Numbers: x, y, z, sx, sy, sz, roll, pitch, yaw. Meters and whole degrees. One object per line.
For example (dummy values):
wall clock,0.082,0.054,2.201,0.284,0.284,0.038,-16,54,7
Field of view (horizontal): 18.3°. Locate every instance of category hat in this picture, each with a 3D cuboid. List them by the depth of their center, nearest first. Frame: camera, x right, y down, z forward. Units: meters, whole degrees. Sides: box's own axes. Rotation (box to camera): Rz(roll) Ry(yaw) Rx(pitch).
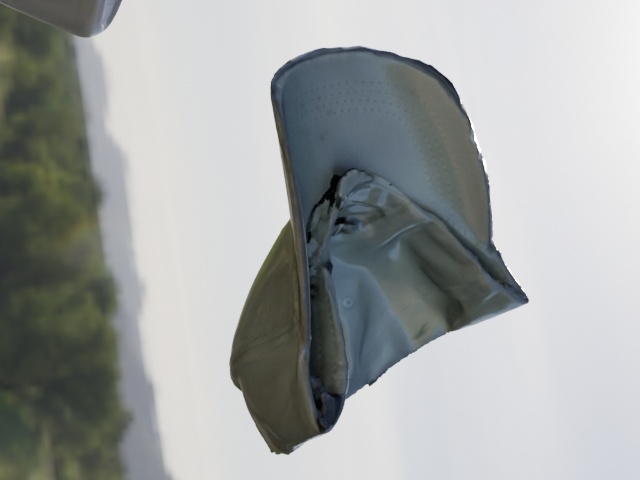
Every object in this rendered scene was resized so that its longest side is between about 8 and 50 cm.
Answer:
hat,0.006,0.004,1.529,0.168,0.258,0.301,1,-69,42

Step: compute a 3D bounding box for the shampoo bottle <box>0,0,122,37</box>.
shampoo bottle,-0.250,-0.241,1.530,0.108,0.221,0.051,-70,168,21
